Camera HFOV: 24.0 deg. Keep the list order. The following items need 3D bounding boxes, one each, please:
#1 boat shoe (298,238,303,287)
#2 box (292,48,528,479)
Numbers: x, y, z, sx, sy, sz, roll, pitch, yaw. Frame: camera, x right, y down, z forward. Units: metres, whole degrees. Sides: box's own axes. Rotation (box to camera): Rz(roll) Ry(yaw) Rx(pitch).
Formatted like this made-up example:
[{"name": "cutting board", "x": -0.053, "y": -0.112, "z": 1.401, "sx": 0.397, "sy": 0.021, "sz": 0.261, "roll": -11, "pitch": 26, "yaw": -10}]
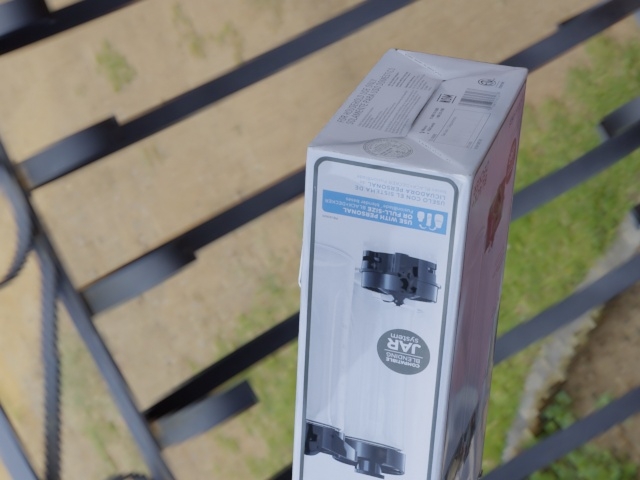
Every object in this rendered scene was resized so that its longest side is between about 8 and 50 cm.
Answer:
[{"name": "boat shoe", "x": 0.000, "y": 0.000, "z": 1.388, "sx": 0.035, "sy": 0.035, "sz": 0.100, "roll": 20, "pitch": 102, "yaw": 25}, {"name": "box", "x": 0.050, "y": 0.054, "z": 0.878, "sx": 0.087, "sy": 0.169, "sz": 0.290, "roll": 10, "pitch": 119, "yaw": 14}]
